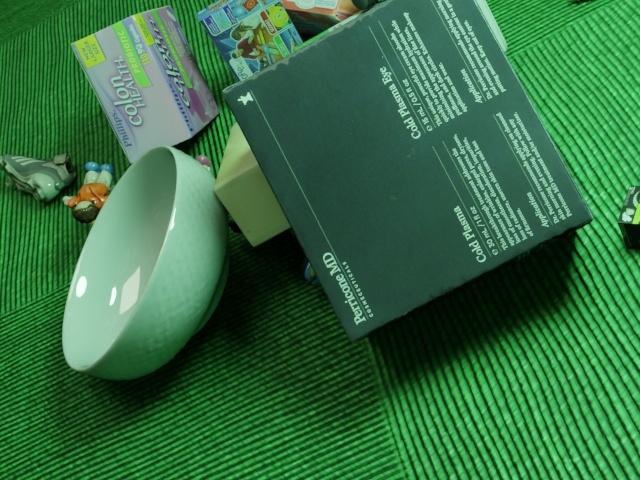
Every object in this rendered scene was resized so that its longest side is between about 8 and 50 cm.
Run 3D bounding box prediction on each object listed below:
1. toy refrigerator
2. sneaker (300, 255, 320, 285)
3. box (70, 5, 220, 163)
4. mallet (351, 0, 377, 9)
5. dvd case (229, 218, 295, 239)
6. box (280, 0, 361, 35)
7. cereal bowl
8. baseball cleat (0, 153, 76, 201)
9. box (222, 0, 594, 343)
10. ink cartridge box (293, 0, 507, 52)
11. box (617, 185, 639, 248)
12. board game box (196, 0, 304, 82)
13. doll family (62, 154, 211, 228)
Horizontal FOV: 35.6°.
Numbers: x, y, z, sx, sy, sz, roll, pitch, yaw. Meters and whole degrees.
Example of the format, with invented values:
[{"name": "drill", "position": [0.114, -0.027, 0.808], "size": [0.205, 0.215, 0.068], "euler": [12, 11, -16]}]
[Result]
[{"name": "toy refrigerator", "position": [-0.082, -0.102, 1.445], "size": [0.094, 0.102, 0.269], "euler": [-28, 22, 14]}, {"name": "sneaker", "position": [0.000, 0.000, 1.422], "size": [0.078, 0.067, 0.188], "euler": [-18, 37, 25]}, {"name": "box", "position": [-0.287, -0.271, 1.688], "size": [0.117, 0.213, 0.243], "euler": [-21, 13, 13]}, {"name": "mallet", "position": [0.122, -0.390, 1.540], "size": [0.062, 0.039, 0.190], "euler": [-39, 28, -24]}, {"name": "dvd case", "position": [-0.005, -0.090, 1.480], "size": [0.253, 0.022, 0.180], "euler": [-42, 24, -21]}, {"name": "box", "position": [-0.004, -0.452, 1.771], "size": [0.300, 0.142, 0.154], "euler": [20, 89, 45]}, {"name": "cereal bowl", "position": [-0.231, 0.045, 1.417], "size": [0.339, 0.141, 0.339], "euler": [-38, 38, 39]}, {"name": "baseball cleat", "position": [-0.535, -0.132, 1.902], "size": [0.109, 0.072, 0.206], "euler": [-36, 43, -25]}, {"name": "box", "position": [0.105, -0.097, 1.220], "size": [0.312, 0.179, 0.343], "euler": [-27, 84, 5]}, {"name": "ink cartridge box", "position": [0.118, -0.300, 1.561], "size": [0.289, 0.121, 0.211], "euler": [-29, 25, 5]}, {"name": "box", "position": [0.408, -0.027, 1.188], "size": [0.083, 0.052, 0.062], "euler": [5, 54, 35]}, {"name": "board game box", "position": [-0.105, -0.339, 1.715], "size": [0.136, 0.201, 0.035], "euler": [-28, 40, 5]}, {"name": "doll family", "position": [-0.284, -0.042, 1.626], "size": [0.263, 0.118, 0.163], "euler": [-5, 38, 4]}]
